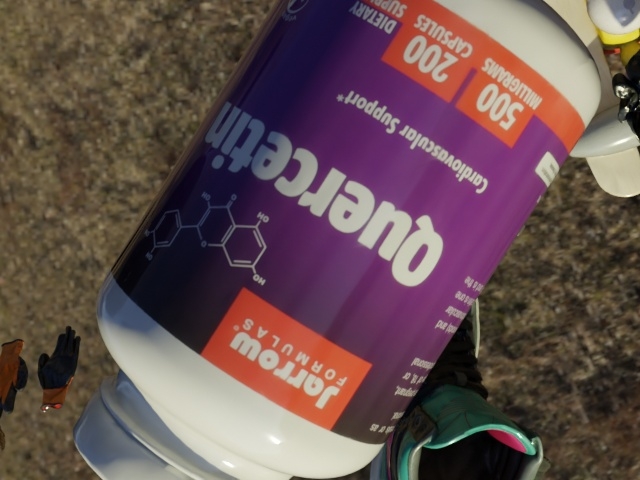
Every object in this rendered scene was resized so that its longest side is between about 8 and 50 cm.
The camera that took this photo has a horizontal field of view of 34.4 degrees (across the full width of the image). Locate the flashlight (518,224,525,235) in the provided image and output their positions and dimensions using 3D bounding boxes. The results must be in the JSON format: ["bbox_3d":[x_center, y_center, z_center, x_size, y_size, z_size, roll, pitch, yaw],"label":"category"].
[{"bbox_3d":[0.127,-0.088,1.298,0.304,0.103,0.103,34,139,38],"label":"flashlight"}]

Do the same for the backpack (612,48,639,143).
[{"bbox_3d":[0.482,-0.183,1.064,0.263,0.276,0.213,37,131,14],"label":"backpack"}]

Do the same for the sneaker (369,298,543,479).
[{"bbox_3d":[0.111,0.127,0.888,0.178,0.124,0.295,177,95,-73],"label":"sneaker"}]

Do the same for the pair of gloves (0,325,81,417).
[{"bbox_3d":[-0.224,0.102,0.799,0.083,0.010,0.074,-14,47,18],"label":"pair of gloves"}]

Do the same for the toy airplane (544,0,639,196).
[{"bbox_3d":[0.356,-0.304,1.436,0.384,0.386,0.272,-64,4,-4],"label":"toy airplane"}]

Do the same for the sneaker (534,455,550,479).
[{"bbox_3d":[0.192,0.342,1.480,0.109,0.286,0.130,152,131,-77],"label":"sneaker"}]

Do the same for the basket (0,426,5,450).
[{"bbox_3d":[-0.564,0.223,1.251,0.223,0.299,0.213,64,155,6],"label":"basket"}]

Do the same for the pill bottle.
[{"bbox_3d":[0.000,0.000,0.573,0.181,0.181,0.323,34,93,44],"label":"pill bottle"}]
